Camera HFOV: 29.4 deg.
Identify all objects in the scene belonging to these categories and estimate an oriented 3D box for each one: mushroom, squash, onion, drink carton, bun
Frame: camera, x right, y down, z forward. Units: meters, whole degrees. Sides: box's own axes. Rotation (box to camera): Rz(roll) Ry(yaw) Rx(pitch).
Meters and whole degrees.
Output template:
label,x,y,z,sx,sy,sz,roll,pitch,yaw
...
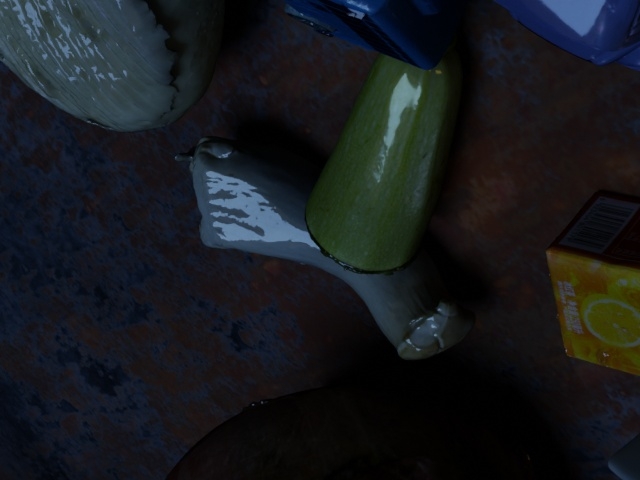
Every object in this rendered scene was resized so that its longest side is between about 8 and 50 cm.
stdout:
label,x,y,z,sx,sy,sz,roll,pitch,yaw
mushroom,0.001,-0.002,0.957,0.278,0.096,0.099,31,145,17
squash,0.052,-0.083,0.833,0.094,0.094,0.224,35,138,19
onion,0.032,0.274,1.020,0.353,0.353,0.354,30,144,25
drink carton,0.253,0.044,0.733,0.222,0.071,0.096,13,134,40
bun,-0.167,-0.193,0.905,0.239,0.141,0.239,27,146,20

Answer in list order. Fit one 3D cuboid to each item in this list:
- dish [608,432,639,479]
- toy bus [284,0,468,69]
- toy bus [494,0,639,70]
label,x,y,z,sx,sy,sz,roll,pitch,yaw
dish,0.304,0.148,0.726,0.234,0.064,0.154,16,180,-4
toy bus,0.026,-0.159,0.671,0.106,0.090,0.184,25,-175,14
toy bus,0.141,-0.190,0.554,0.125,0.133,0.292,34,145,19
